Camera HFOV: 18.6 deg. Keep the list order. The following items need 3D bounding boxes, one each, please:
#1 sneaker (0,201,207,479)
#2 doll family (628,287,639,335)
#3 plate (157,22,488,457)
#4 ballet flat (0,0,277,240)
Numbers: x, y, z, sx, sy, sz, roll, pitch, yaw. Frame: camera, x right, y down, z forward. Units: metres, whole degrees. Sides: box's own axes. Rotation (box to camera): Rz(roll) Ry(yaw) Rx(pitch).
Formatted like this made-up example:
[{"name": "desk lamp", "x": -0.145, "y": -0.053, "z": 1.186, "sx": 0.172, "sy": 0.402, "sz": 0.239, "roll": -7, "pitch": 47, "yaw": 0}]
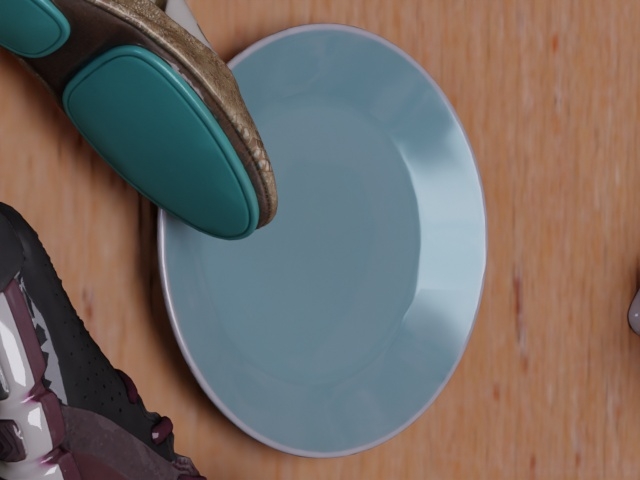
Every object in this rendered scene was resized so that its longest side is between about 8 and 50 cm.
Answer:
[{"name": "sneaker", "x": -0.057, "y": 0.096, "z": 0.743, "sx": 0.162, "sy": 0.106, "sz": 0.281, "roll": -23, "pitch": 113, "yaw": -29}, {"name": "doll family", "x": 0.253, "y": 0.085, "z": 0.974, "sx": 0.118, "sy": 0.163, "sz": 0.263, "roll": -38, "pitch": 114, "yaw": -34}, {"name": "plate", "x": 0.000, "y": 0.000, "z": 0.851, "sx": 0.188, "sy": 0.024, "sz": 0.188, "roll": 0, "pitch": 90, "yaw": -41}, {"name": "ballet flat", "x": -0.084, "y": -0.085, "z": 0.742, "sx": 0.206, "sy": 0.073, "sz": 0.067, "roll": 44, "pitch": 46, "yaw": -27}]
